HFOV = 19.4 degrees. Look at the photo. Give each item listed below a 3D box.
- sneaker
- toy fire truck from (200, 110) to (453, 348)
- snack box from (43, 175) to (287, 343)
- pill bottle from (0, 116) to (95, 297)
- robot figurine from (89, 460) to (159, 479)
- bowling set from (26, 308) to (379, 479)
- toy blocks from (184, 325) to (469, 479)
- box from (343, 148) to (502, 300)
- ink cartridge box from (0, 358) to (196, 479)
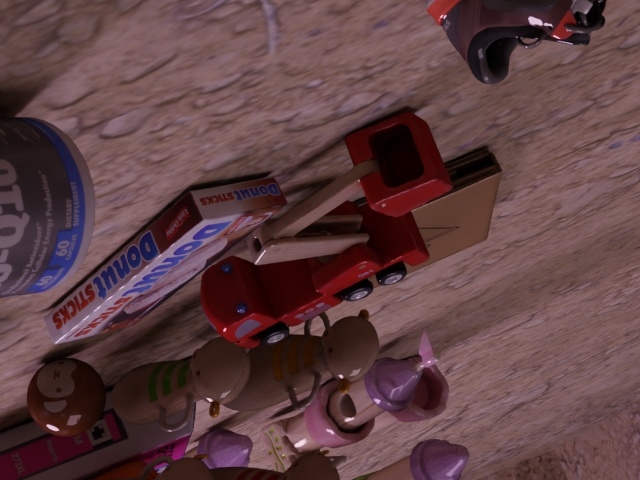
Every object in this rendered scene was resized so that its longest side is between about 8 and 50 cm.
[{"bbox_3d":[0.119,-0.122,0.841,0.061,0.065,0.158,-10,161,-46],"label":"sneaker"},{"bbox_3d":[0.000,0.000,1.122,0.192,0.047,0.135,-27,159,16],"label":"toy fire truck"},{"bbox_3d":[-0.094,0.013,1.103,0.064,0.022,0.178,-12,162,-42],"label":"snack box"},{"bbox_3d":[-0.165,-0.010,0.761,0.078,0.078,0.137,-33,165,35],"label":"pill bottle"},{"bbox_3d":[-0.172,0.247,1.408,0.219,0.128,0.158,-26,-164,4],"label":"robot figurine"},{"bbox_3d":[-0.090,0.147,1.264,0.200,0.287,0.154,32,146,-34],"label":"bowling set"},{"bbox_3d":[0.055,0.260,1.791,0.309,0.288,0.260,-9,164,-40],"label":"toy blocks"},{"bbox_3d":[0.043,0.001,1.301,0.164,0.021,0.201,-23,168,-3],"label":"box"},{"bbox_3d":[-0.212,0.182,1.497,0.371,0.069,0.176,-23,167,-14],"label":"ink cartridge box"}]
